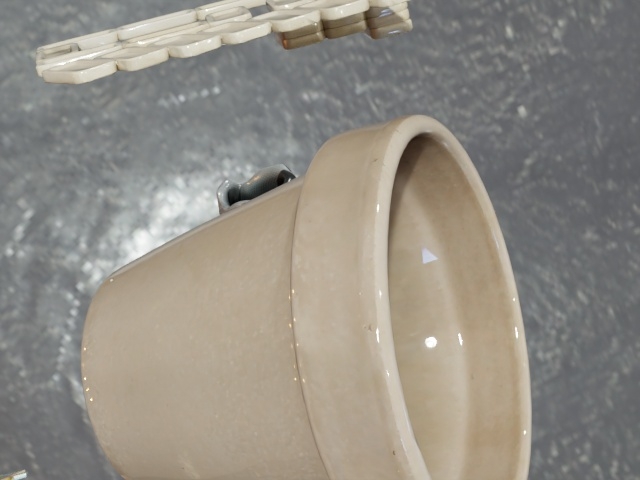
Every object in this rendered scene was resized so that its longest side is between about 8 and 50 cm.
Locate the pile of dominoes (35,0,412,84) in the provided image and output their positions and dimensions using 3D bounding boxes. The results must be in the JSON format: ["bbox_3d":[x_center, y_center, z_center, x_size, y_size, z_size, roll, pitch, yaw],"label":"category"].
[{"bbox_3d":[-0.065,-0.130,0.982,0.251,0.040,0.196,-15,16,-5],"label":"pile of dominoes"}]

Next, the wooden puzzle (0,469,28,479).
[{"bbox_3d":[-0.269,0.196,1.174,0.083,0.049,0.006,-15,90,24],"label":"wooden puzzle"}]

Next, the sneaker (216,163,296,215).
[{"bbox_3d":[0.000,0.000,1.325,0.228,0.132,0.086,16,56,20],"label":"sneaker"}]

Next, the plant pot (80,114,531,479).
[{"bbox_3d":[-0.014,0.074,0.913,0.229,0.263,0.263,-12,54,23],"label":"plant pot"}]
